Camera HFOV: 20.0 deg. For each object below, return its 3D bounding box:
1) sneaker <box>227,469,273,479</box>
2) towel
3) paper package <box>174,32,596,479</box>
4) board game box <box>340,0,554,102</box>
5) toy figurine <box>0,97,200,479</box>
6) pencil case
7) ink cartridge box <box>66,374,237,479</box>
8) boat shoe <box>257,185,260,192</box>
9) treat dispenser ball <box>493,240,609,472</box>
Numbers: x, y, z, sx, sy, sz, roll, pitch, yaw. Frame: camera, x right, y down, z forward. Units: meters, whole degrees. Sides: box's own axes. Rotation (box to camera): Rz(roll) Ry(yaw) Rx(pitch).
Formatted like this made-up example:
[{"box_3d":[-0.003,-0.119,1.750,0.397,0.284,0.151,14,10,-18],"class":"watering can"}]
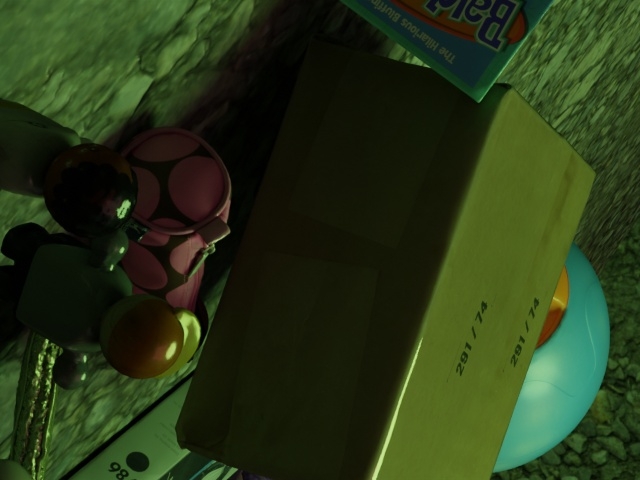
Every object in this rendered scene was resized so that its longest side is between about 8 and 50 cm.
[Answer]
[{"box_3d":[-0.089,0.295,2.012,0.104,0.095,0.236,-23,149,-46],"class":"sneaker"},{"box_3d":[-0.193,0.103,1.239,0.110,0.027,0.148,-99,-162,-72],"class":"towel"},{"box_3d":[0.061,0.042,1.420,0.309,0.168,0.325,29,79,-66],"class":"paper package"},{"box_3d":[0.107,-0.225,1.236,0.210,0.160,0.047,-54,180,8],"class":"board game box"},{"box_3d":[-0.178,0.041,0.966,0.209,0.148,0.213,-43,145,-28],"class":"toy figurine"},{"box_3d":[-0.112,0.016,1.282,0.095,0.098,0.209,-44,164,-27],"class":"pencil case"},{"box_3d":[-0.154,0.220,1.698,0.332,0.065,0.165,-38,160,-39],"class":"ink cartridge box"},{"box_3d":[0.000,0.000,1.588,0.079,0.095,0.254,-36,152,-13],"class":"boat shoe"},{"box_3d":[0.154,0.096,1.871,0.288,0.288,0.288,-47,164,-18],"class":"treat dispenser ball"}]
